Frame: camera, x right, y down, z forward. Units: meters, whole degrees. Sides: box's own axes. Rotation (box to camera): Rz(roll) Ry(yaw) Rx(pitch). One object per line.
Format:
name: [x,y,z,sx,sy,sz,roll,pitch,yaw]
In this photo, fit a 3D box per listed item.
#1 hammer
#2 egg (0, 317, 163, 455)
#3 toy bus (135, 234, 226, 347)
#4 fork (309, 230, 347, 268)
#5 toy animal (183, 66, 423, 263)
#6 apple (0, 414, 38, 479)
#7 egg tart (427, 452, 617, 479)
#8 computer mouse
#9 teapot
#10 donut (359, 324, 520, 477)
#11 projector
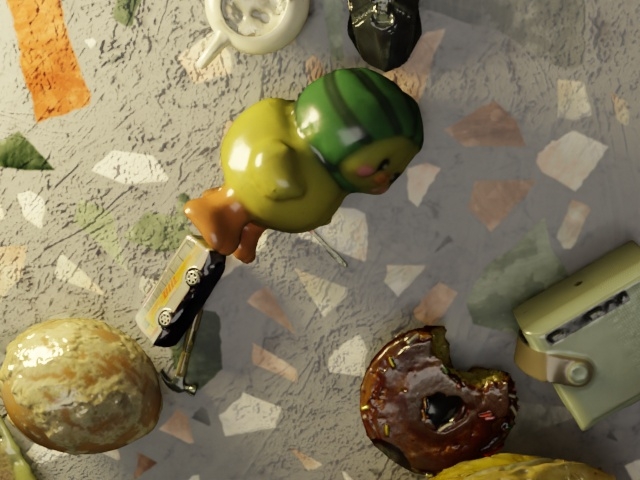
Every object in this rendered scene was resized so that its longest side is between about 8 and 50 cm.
hammer: [-0.201,0.146,1.803,0.062,0.017,0.182,15,102,1]
egg: [-0.351,0.216,1.741,0.245,0.203,0.203,20,104,-7]
toy bus: [-0.208,0.074,1.760,0.072,0.057,0.172,40,105,23]
fork: [0.000,0.000,1.754,0.016,0.012,0.115,-42,101,16]
toy animal: [-0.023,-0.119,1.637,0.338,0.216,0.191,-32,72,8]
apple: [-0.544,0.398,1.843,0.193,0.120,0.265,-23,98,21]
egg tart: [0.251,0.435,1.705,0.443,0.178,0.443,-6,130,-7]
computer mouse: [0.087,-0.329,1.642,0.105,0.062,0.192,-1,104,5]
teapot: [-0.093,-0.324,1.644,0.145,0.092,0.226,40,104,-2]
donut: [0.172,0.236,1.751,0.230,0.096,0.216,20,107,0]
projector: [0.396,0.138,1.676,0.242,0.163,0.177,-30,98,6]
